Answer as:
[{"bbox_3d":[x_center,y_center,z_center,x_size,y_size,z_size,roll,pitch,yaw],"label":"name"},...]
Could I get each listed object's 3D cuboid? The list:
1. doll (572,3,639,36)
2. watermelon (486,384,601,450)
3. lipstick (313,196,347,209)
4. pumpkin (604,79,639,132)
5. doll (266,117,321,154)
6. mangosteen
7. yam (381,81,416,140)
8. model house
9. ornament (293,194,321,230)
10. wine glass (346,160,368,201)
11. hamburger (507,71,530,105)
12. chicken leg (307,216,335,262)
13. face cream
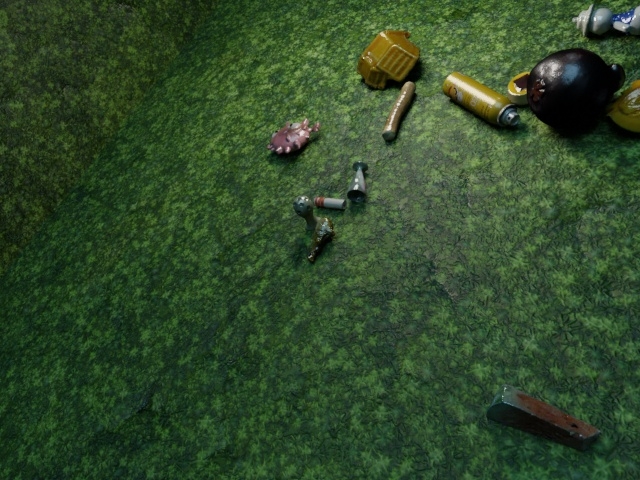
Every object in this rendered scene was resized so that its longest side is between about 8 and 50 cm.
[{"bbox_3d":[1.098,-0.816,1.776,0.294,0.119,0.138,16,57,28],"label":"doll"},{"bbox_3d":[0.537,0.424,1.144,0.241,0.154,0.094,21,68,22],"label":"watermelon"},{"bbox_3d":[0.037,-0.145,1.853,0.131,0.038,0.038,10,62,31],"label":"lipstick"},{"bbox_3d":[1.045,-0.430,1.541,0.254,0.130,0.149,-41,93,6],"label":"pumpkin"},{"bbox_3d":[-0.121,-0.462,2.125,0.262,0.093,0.211,-16,45,19],"label":"doll"},{"bbox_3d":[0.854,-0.506,1.586,0.303,0.274,0.274,-9,49,-8],"label":"mangosteen"},{"bbox_3d":[0.326,-0.538,1.984,0.066,0.066,0.299,11,63,32],"label":"yam"},{"bbox_3d":[0.318,-0.786,2.125,0.268,0.174,0.239,-48,57,29],"label":"model house"},{"bbox_3d":[-0.053,-0.109,1.793,0.075,0.156,0.081,-24,50,8],"label":"ornament"},{"bbox_3d":[0.147,-0.230,1.839,0.074,0.073,0.154,-4,55,24],"label":"wine glass"},{"bbox_3d":[0.767,-0.561,1.770,0.141,0.081,0.126,-37,45,14],"label":"hamburger"},{"bbox_3d":[0.000,0.000,1.748,0.093,0.070,0.178,10,68,52],"label":"chicken leg"},{"bbox_3d":[0.612,-0.528,1.805,0.105,0.105,0.348,-37,49,-2],"label":"face cream"}]
